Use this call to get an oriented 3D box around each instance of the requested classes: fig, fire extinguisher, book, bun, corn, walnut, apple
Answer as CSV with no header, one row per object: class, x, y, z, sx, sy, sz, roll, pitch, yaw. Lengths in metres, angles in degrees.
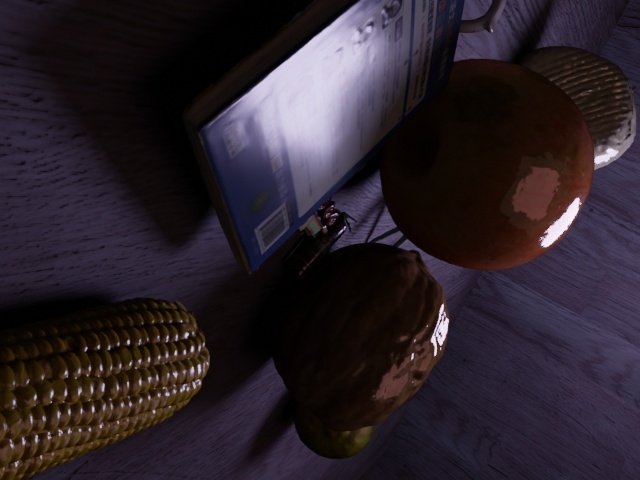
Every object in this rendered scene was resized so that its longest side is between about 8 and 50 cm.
fig,0.046,0.420,1.420,0.207,0.207,0.230,-58,157,-2
fire extinguisher,0.000,0.000,1.004,0.158,0.043,0.064,-49,113,-24
book,0.035,-0.173,0.693,0.428,0.039,0.300,-45,157,-20
bun,0.639,-0.334,1.556,0.360,0.360,0.211,-56,165,-7
corn,-0.246,0.137,0.535,0.387,0.144,0.144,-6,124,-64
walnut,0.079,0.162,1.056,0.344,0.306,0.306,-54,157,-8
apple,0.271,-0.128,1.004,0.364,0.364,0.364,-46,154,-30

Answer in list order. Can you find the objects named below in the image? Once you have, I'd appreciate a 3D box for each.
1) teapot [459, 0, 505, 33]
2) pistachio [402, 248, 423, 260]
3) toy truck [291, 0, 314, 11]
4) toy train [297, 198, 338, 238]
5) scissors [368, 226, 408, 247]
teapot,0.251,-0.441,0.841,0.208,0.166,0.299,5,104,-78
pistachio,0.201,0.107,1.473,0.124,0.124,0.185,-12,122,-61
toy truck,0.012,-0.293,0.619,0.115,0.080,0.178,-56,161,19
toy train,-0.030,-0.065,0.851,0.085,0.053,0.249,-48,157,-5
scissors,0.270,-0.080,1.267,0.383,0.256,0.029,-33,115,-8
